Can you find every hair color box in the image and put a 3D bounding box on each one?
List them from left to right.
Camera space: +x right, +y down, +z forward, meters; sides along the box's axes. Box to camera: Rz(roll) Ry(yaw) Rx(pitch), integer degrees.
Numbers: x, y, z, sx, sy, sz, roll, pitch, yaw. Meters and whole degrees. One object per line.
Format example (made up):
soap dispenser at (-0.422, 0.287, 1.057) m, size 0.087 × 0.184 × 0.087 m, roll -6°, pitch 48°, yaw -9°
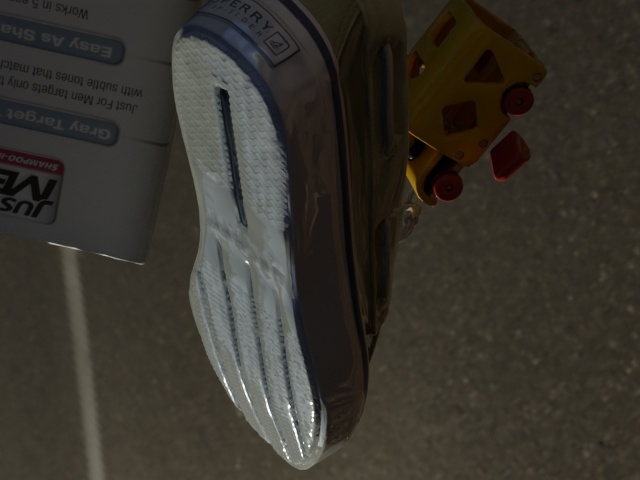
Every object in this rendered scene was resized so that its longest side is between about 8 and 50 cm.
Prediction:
hair color box at (-0.147, -0.189, 0.779) m, size 0.114 × 0.185 × 0.375 m, roll -94°, pitch 17°, yaw -65°

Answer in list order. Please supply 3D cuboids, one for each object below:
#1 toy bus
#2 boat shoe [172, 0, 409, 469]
toy bus at (0.101, -0.120, 1.268) m, size 0.104 × 0.202 × 0.191 m, roll 29°, pitch 155°, yaw -26°
boat shoe at (0.000, 0.000, 0.678) m, size 0.109 × 0.094 × 0.302 m, roll 42°, pitch 151°, yaw 29°
